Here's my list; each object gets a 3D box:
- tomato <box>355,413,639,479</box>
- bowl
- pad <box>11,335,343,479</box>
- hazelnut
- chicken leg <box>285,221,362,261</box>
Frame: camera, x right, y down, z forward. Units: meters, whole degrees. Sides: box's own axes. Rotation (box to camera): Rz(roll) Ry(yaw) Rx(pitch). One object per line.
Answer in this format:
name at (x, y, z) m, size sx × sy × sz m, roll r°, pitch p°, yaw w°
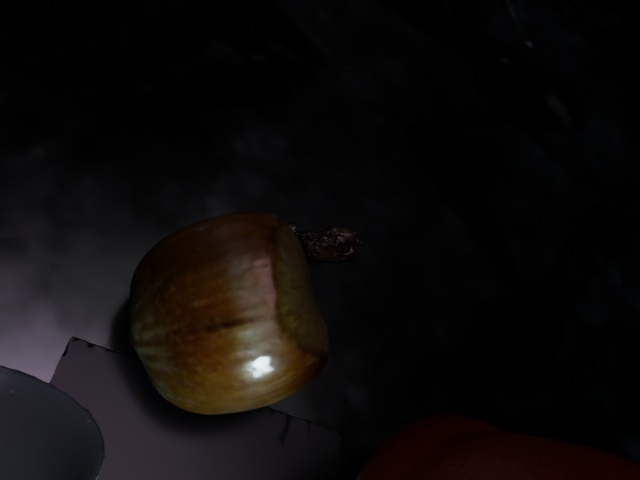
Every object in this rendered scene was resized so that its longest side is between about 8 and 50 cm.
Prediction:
tomato at (0.152, 0.250, 0.427) m, size 0.298 × 0.298 × 0.226 m, roll 26°, pitch 73°, yaw -13°
bowl at (-0.232, 0.145, 0.376) m, size 0.188 × 0.189 × 0.086 m, roll 17°, pitch 98°, yaw -19°
pad at (-0.103, 0.186, 0.489) m, size 0.242 × 0.004 × 0.164 m, roll 24°, pitch 57°, yaw -14°
hazelnut at (-0.071, 0.055, 0.495) m, size 0.150 × 0.150 × 0.150 m, roll 12°, pitch 60°, yaw -21°
chicken leg at (0.001, 0.002, 0.629) m, size 0.083 × 0.021 × 0.036 m, roll 6°, pitch 72°, yaw -19°
